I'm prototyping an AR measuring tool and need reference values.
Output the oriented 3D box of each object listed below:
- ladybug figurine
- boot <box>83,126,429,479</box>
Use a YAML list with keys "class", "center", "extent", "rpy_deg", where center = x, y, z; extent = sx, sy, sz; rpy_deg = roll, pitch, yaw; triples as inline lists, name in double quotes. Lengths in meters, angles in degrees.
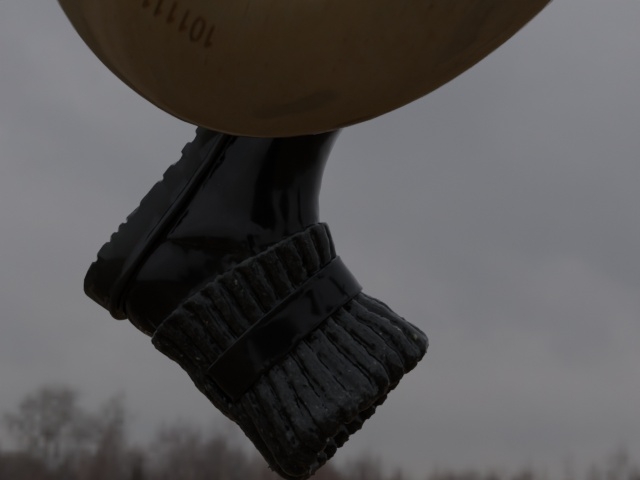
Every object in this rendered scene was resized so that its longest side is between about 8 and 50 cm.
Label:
- class: "ladybug figurine"
  center: [0.035, -0.258, 0.727]
  extent: [0.305, 0.449, 0.162]
  rpy_deg: [34, 24, 11]
- class: "boot"
  center: [0.000, 0.002, 1.403]
  extent: [0.260, 0.348, 0.131]
  rpy_deg: [37, -5, 15]
